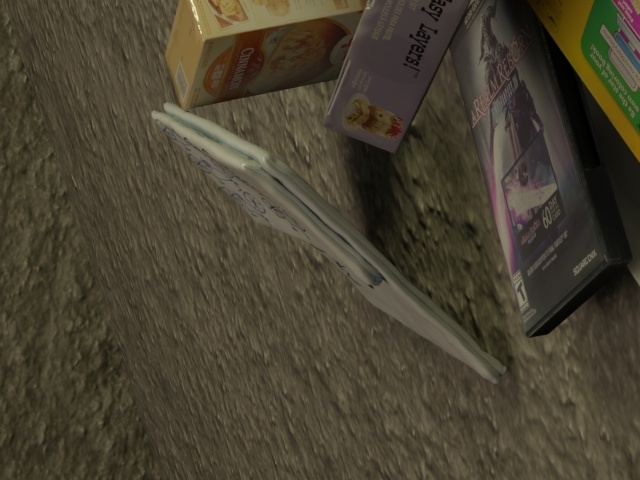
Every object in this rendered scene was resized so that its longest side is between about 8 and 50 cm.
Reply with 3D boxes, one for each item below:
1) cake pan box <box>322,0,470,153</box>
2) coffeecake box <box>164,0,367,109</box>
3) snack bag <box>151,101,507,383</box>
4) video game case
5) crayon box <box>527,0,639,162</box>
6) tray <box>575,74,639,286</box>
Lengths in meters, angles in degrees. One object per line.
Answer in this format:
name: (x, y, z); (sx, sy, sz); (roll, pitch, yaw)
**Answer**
cake pan box: (0.097, -0.225, 1.146); (0.070, 0.246, 0.267); (23, 151, 0)
coffeecake box: (-0.045, -0.202, 1.585); (0.142, 0.185, 0.068); (118, 135, -64)
snack bag: (0.000, 0.000, 1.609); (0.342, 0.037, 0.323); (42, 175, -25)
video game case: (0.165, -0.080, 1.293); (0.196, 0.026, 0.274); (119, 139, -68)
crayon box: (0.237, -0.138, 1.047); (0.278, 0.081, 0.165); (61, 158, 29)
tray: (0.257, -0.014, 1.179); (0.270, 0.030, 0.145); (62, 159, 26)
